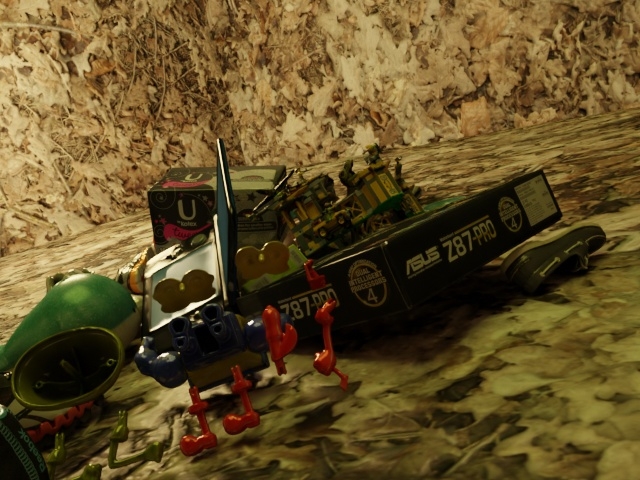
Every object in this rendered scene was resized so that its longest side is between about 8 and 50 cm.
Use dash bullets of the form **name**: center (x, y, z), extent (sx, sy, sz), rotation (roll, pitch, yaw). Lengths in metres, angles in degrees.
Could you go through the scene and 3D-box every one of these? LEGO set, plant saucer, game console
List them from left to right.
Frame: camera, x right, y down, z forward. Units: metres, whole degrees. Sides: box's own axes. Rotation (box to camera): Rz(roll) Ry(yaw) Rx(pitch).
- **game console**: center (-0.215, 0.010, 1.173), extent (0.250, 0.173, 0.293), rotation (-28, 32, 5)
- **LEGO set**: center (0.035, -0.088, 1.318), extent (0.255, 0.192, 0.331), rotation (-36, -14, 19)
- **plant saucer**: center (0.299, -0.077, 1.709), extent (0.119, 0.021, 0.119), rotation (-14, 11, 3)

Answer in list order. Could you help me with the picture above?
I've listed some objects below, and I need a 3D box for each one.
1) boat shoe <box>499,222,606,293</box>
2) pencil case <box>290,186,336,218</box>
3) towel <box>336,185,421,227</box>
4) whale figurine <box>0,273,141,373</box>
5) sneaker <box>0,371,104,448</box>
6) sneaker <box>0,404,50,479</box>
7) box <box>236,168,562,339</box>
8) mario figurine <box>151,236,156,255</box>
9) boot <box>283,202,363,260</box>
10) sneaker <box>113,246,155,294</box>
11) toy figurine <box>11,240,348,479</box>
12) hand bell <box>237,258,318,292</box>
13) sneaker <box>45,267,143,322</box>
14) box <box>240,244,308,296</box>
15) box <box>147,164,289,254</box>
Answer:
- **boat shoe**: center (0.350, 0.030, 1.059), extent (0.206, 0.075, 0.065), rotation (-15, 52, -32)
- **pencil case**: center (-0.033, -0.103, 1.955), extent (0.151, 0.064, 0.070), rotation (-20, 22, -18)
- **towel**: center (0.089, -0.076, 1.886), extent (0.312, 0.056, 0.324), rotation (-10, 12, 19)
- **whale figurine**: center (-0.432, 0.145, 1.187), extent (0.272, 0.141, 0.216), rotation (-21, 14, 4)
- **sneaker**: center (-0.388, 0.197, 0.895), extent (0.097, 0.135, 0.276), rotation (-7, 11, 41)
- **sneaker**: center (-0.406, 0.248, 0.642), extent (0.341, 0.140, 0.125), rotation (-17, 13, -10)
- **box**: center (0.121, 0.026, 1.075), extent (0.395, 0.097, 0.318), rotation (-24, -1, -42)
- **mario figurine**: center (-0.304, 0.008, 1.903), extent (0.198, 0.170, 0.320), rotation (-49, -19, 27)
- **boot**: center (0.000, 0.000, 1.616), extent (0.248, 0.090, 0.207), rotation (-14, 23, -6)
- **sneaker**: center (-0.434, 0.074, 1.725), extent (0.083, 0.084, 0.215), rotation (-18, 11, 6)
- **toy figurine**: center (-0.145, 0.165, 0.884), extent (0.362, 0.191, 0.217), rotation (-22, -19, -4)
- **hand bell**: center (-0.101, 0.061, 1.389), extent (0.242, 0.126, 0.126), rotation (-3, 8, -13)
- **sneaker**: center (-0.432, 0.118, 1.372), extent (0.297, 0.129, 0.111), rotation (-4, 13, 37)
- **box**: center (-0.083, 0.064, 1.233), extent (0.109, 0.042, 0.178), rotation (-40, -1, -11)
- **box**: center (-0.197, -0.064, 1.464), extent (0.247, 0.142, 0.163), rotation (-1, 21, 8)
